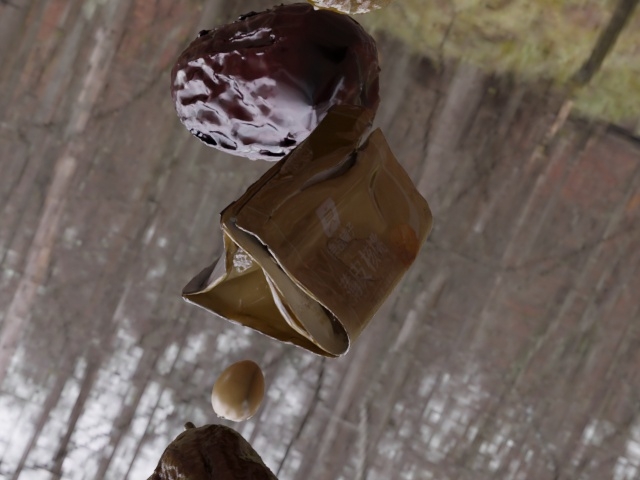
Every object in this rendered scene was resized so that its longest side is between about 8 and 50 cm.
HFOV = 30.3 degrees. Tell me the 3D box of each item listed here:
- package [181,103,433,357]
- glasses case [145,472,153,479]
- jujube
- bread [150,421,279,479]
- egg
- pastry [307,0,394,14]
[{"bbox_3d":[0.000,-0.029,1.416,0.221,0.165,0.311,19,-146,17],"label":"package"},{"bbox_3d":[-0.112,0.427,1.416,0.336,0.144,0.076,45,153,5],"label":"glasses case"},{"bbox_3d":[-0.068,-0.258,1.955,0.377,0.258,0.258,1,169,42],"label":"jujube"},{"bbox_3d":[-0.077,0.240,1.058,0.124,0.084,0.344,9,-163,-25],"label":"bread"},{"bbox_3d":[-0.126,0.233,1.848,0.080,0.096,0.080,20,-164,-6],"label":"egg"},{"bbox_3d":[0.052,-0.428,1.623,0.236,0.257,0.121,-12,-130,-25],"label":"pastry"}]
